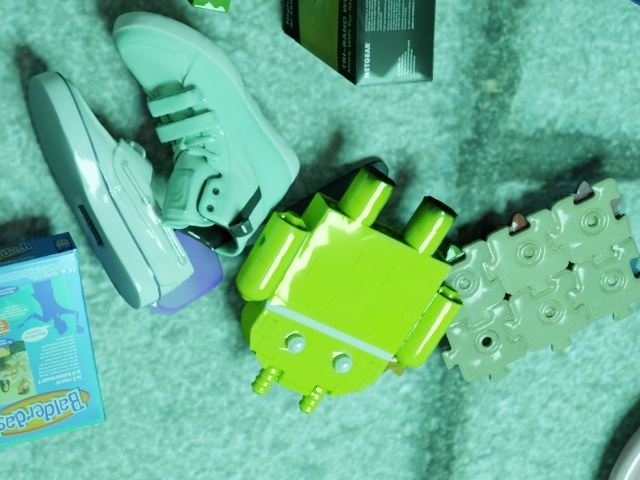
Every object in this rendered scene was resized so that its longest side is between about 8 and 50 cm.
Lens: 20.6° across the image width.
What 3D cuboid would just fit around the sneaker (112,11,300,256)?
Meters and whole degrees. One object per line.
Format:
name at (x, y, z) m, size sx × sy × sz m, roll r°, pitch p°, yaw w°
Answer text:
sneaker at (-0.130, -0.099, 1.730) m, size 0.256 × 0.094 × 0.151 m, roll 48°, pitch 51°, yaw -27°

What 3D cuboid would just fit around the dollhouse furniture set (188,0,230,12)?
dollhouse furniture set at (-0.102, -0.305, 1.722) m, size 0.076 × 0.058 × 0.152 m, roll 9°, pitch 105°, yaw -21°

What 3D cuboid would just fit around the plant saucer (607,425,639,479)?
plant saucer at (0.478, 0.307, 2.102) m, size 0.332 × 0.084 × 0.332 m, roll -5°, pitch 109°, yaw -15°

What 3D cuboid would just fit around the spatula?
spatula at (-0.058, -0.012, 1.852) m, size 0.296 × 0.030 × 0.084 m, roll -25°, pitch 115°, yaw -9°

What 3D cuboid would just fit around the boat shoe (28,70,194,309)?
boat shoe at (-0.208, -0.060, 1.758) m, size 0.084 × 0.095 × 0.258 m, roll -31°, pitch 111°, yaw -23°

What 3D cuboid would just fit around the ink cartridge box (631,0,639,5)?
ink cartridge box at (0.510, -0.314, 1.850) m, size 0.395 × 0.151 × 0.270 m, roll 22°, pitch 101°, yaw -13°

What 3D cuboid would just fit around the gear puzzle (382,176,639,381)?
gear puzzle at (0.196, 0.063, 1.957) m, size 0.339 × 0.044 × 0.175 m, roll -26°, pitch 115°, yaw -5°

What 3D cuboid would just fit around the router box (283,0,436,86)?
router box at (0.035, -0.322, 1.660) m, size 0.081 × 0.243 × 0.309 m, roll -5°, pitch 109°, yaw -16°

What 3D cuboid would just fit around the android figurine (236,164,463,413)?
android figurine at (0.025, 0.059, 1.848) m, size 0.248 × 0.056 × 0.273 m, roll 27°, pitch 104°, yaw -28°

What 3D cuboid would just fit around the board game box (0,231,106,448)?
board game box at (-0.313, 0.108, 1.788) m, size 0.160 × 0.047 × 0.210 m, roll -13°, pitch 119°, yaw -14°
